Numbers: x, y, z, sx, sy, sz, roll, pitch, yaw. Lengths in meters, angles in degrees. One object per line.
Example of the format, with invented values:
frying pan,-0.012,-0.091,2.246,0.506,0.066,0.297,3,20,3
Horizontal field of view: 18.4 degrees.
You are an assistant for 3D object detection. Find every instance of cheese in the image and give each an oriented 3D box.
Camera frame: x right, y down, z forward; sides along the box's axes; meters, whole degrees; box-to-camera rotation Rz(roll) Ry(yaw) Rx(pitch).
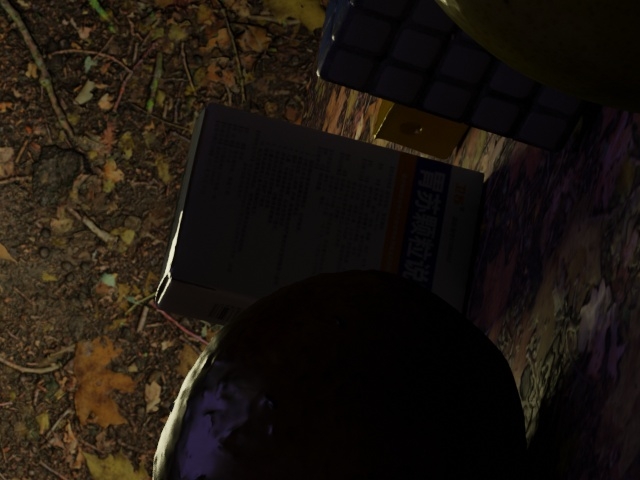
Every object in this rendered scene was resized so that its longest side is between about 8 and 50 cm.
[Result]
cheese,0.133,-0.179,2.143,0.171,0.093,0.126,129,157,-69

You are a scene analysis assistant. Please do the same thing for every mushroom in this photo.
mushroom,0.017,0.181,1.633,0.356,0.334,0.331,-127,52,-67

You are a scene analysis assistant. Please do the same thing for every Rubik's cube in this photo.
Rubik's cube,0.146,-0.255,1.698,0.237,0.238,0.237,115,167,-46

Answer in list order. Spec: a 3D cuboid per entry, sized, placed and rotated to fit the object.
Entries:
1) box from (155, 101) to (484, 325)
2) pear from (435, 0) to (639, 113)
box,0.000,0.000,2.002,0.106,0.299,0.200,127,156,-66
pear,0.187,-0.226,1.245,0.304,0.304,0.303,-166,90,-81
